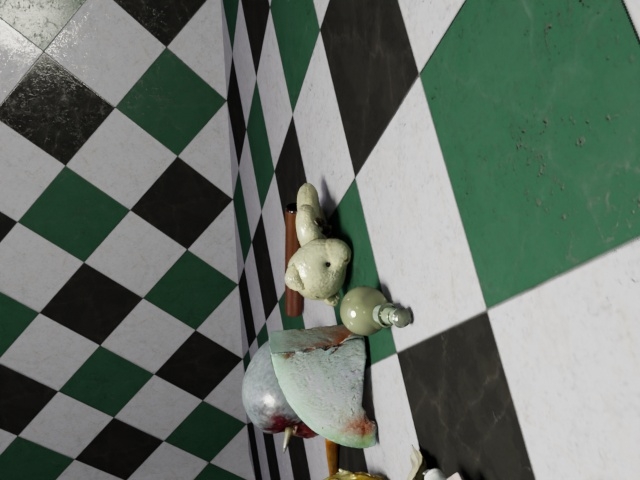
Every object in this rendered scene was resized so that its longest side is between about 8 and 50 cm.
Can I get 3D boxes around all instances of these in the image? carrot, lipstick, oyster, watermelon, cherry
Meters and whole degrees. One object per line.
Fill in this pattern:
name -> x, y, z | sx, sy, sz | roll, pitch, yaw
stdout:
carrot -> 0.034, 0.584, 1.599 | 0.037, 0.037, 0.190 | -123, 26, -58
lipstick -> -0.074, 0.060, 1.698 | 0.057, 0.057, 0.357 | -120, 28, -55
oyster -> 0.144, 0.464, 1.013 | 0.107, 0.161, 0.233 | 33, 136, 24
watermelon -> 0.040, 0.273, 1.309 | 0.320, 0.214, 0.289 | 45, -159, 0
cherry -> -0.069, 0.367, 1.470 | 0.218, 0.255, 0.296 | -44, 37, 41

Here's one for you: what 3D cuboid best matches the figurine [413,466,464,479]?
figurine -> 0.194, 0.387, 0.785 | 0.137, 0.112, 0.229 | 62, 179, -18

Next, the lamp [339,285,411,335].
lamp -> 0.103, 0.130, 1.061 | 0.163, 0.091, 0.091 | 3, 101, 58

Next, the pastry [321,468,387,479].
pastry -> 0.039, 0.593, 1.215 | 0.237, 0.170, 0.256 | 113, 177, -54

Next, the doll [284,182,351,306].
doll -> -0.001, -0.003, 1.332 | 0.149, 0.175, 0.278 | -33, 48, 31
